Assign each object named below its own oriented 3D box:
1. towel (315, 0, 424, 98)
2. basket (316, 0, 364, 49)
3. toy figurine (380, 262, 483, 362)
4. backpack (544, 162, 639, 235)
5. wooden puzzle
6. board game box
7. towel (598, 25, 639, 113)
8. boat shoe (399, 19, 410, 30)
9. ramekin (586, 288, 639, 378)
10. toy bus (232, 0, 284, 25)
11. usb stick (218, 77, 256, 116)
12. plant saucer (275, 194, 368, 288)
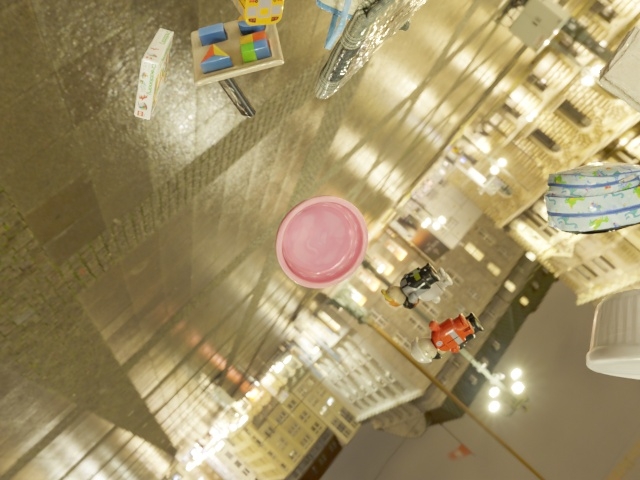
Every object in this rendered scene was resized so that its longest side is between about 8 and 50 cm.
[{"bbox_3d":[0.124,-0.400,0.897,0.324,0.056,0.312,-46,-176,-11],"label":"towel"},{"bbox_3d":[0.084,-0.896,2.062,0.255,0.201,0.288,180,-79,-76],"label":"basket"},{"bbox_3d":[0.254,0.170,1.255,0.148,0.209,0.213,-36,162,17],"label":"toy figurine"},{"bbox_3d":[0.880,-0.133,1.703,0.356,0.273,0.290,-26,-161,-5],"label":"backpack"},{"bbox_3d":[-0.312,-0.712,1.949,0.323,0.347,0.080,-14,142,3],"label":"wooden puzzle"},{"bbox_3d":[-0.539,-0.547,1.763,0.305,0.053,0.192,-96,-157,-52],"label":"board game box"},{"bbox_3d":[0.813,-0.368,1.292,0.187,0.282,0.049,-51,178,-13],"label":"towel"},{"bbox_3d":[0.233,-0.763,1.722,0.070,0.219,0.078,-1,166,-39],"label":"boat shoe"},{"bbox_3d":[0.611,0.169,0.946,0.273,0.273,0.127,117,-18,-70],"label":"ramekin"},{"bbox_3d":[-0.204,-0.719,1.431,0.108,0.332,0.130,-15,148,-22],"label":"toy bus"},{"bbox_3d":[-0.330,-0.572,2.097,0.045,0.077,0.278,-68,155,-16],"label":"usb stick"},{"bbox_3d":[0.000,0.000,1.886,0.332,0.332,0.084,-47,-154,0],"label":"plant saucer"}]
